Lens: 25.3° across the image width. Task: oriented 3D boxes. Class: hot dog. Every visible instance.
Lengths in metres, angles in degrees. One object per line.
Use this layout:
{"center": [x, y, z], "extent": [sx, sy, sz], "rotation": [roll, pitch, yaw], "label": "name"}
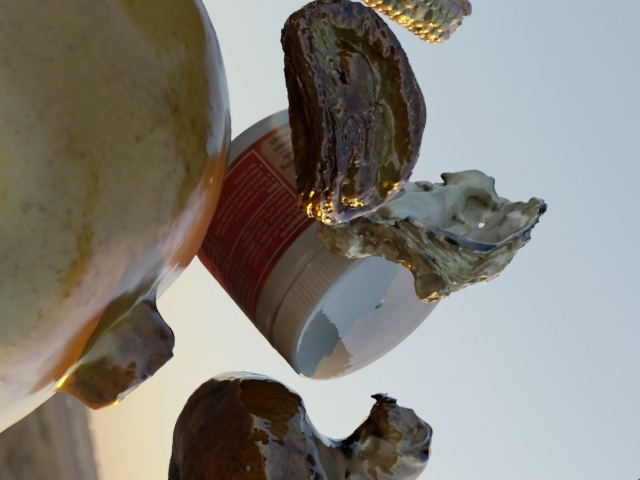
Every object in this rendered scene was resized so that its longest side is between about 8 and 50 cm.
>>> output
{"center": [0.017, -0.083, 0.914], "extent": [0.065, 0.099, 0.147], "rotation": [14, -67, 47], "label": "hot dog"}

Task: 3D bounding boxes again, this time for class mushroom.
{"center": [-0.044, 0.246, 1.312], "extent": [0.267, 0.255, 0.267], "rotation": [9, 90, -76], "label": "mushroom"}

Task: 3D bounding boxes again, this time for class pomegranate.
{"center": [-0.247, -0.041, 0.919], "extent": [0.416, 0.417, 0.416], "rotation": [170, -90, -79], "label": "pomegranate"}

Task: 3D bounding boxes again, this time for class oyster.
{"center": [0.093, -0.005, 1.215], "extent": [0.163, 0.191, 0.081], "rotation": [-78, 179, -59], "label": "oyster"}

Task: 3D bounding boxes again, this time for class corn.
{"center": [0.068, -0.366, 1.831], "extent": [0.335, 0.127, 0.126], "rotation": [38, 20, -38], "label": "corn"}

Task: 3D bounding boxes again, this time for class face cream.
{"center": [0.000, 0.000, 1.343], "extent": [0.187, 0.201, 0.201], "rotation": [48, -26, 29], "label": "face cream"}

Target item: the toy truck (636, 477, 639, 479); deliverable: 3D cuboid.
{"center": [0.172, 0.238, 0.836], "extent": [0.253, 0.124, 0.114], "rotation": [-46, -134, 33], "label": "toy truck"}
